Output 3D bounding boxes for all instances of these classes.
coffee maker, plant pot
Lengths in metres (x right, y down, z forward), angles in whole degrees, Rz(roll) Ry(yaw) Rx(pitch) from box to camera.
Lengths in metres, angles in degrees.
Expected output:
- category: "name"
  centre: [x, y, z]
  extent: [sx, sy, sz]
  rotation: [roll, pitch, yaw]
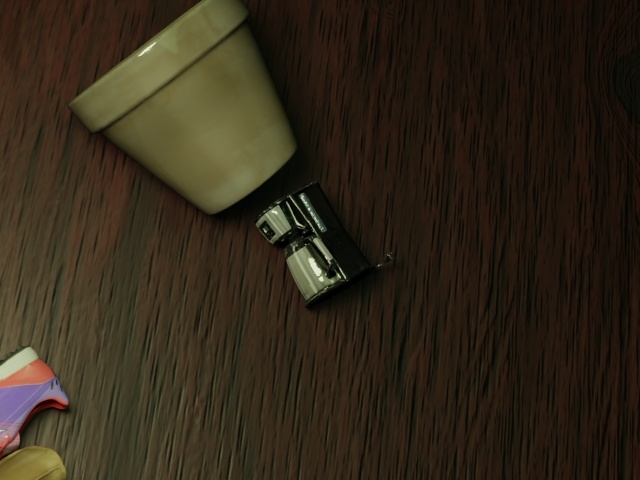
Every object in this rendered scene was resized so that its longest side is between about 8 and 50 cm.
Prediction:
- category: "coffee maker"
  centre: [0.000, 0.000, 2.070]
  extent: [0.171, 0.120, 0.178]
  rotation: [-23, 79, -48]
- category: "plant pot"
  centre: [-0.190, -0.207, 1.990]
  extent: [0.323, 0.323, 0.280]
  rotation: [-45, 105, -26]

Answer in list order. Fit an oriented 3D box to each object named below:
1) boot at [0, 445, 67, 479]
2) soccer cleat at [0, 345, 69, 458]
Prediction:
- category: "boot"
  centre: [-0.515, 0.383, 1.722]
  extent: [0.269, 0.236, 0.089]
  rotation: [-33, 109, -41]
- category: "soccer cleat"
  centre: [-0.506, 0.288, 1.791]
  extent: [0.116, 0.108, 0.318]
  rotation: [46, 61, 2]
